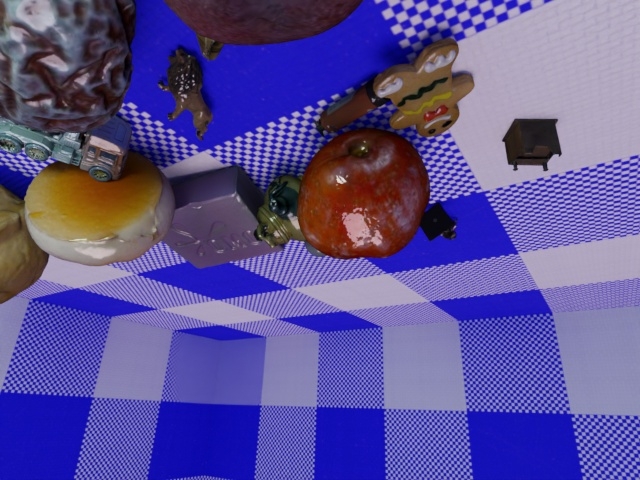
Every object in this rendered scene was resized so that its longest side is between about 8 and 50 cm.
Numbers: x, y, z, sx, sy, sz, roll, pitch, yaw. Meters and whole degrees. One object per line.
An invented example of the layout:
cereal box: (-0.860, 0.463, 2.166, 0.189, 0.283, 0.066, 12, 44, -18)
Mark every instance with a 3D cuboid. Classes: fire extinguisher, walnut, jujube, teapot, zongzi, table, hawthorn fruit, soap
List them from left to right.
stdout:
walnut: (-0.922, 0.009, 1.102, 0.383, 0.384, 0.384, 2, 157, 1)
jujube: (-0.356, -0.278, 0.536, 0.225, 0.226, 0.317, 16, 149, -29)
zongzi: (-0.185, -0.321, 0.630, 0.083, 0.040, 0.076, 28, 155, -25)
soap: (-0.281, -0.052, 1.119, 0.296, 0.107, 0.285, -14, 144, 17)
teapot: (-0.086, -0.056, 1.027, 0.182, 0.173, 0.269, -39, 169, -11)
fire extinguisher: (0.051, -0.241, 0.776, 0.062, 0.050, 0.177, 10, 159, -43)
hawthorn fruit: (0.088, -0.093, 0.863, 0.284, 0.285, 0.284, 2, 157, 1)
table: (0.422, -0.187, 0.825, 0.083, 0.082, 0.070, 2, 157, 3)

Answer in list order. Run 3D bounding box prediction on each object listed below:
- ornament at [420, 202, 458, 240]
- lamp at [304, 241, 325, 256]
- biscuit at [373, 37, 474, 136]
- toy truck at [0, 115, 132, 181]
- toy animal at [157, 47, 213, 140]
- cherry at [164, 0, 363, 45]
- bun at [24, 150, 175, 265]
ornament: (0.363, -0.042, 1.204, 0.081, 0.088, 0.203, -39, 152, 24)
lamp: (0.000, 0.000, 1.285, 0.105, 0.105, 0.105, 2, 157, 1)
biscuit: (0.190, -0.242, 0.721, 0.158, 0.035, 0.240, -25, 157, 22)
toy truck: (-0.503, -0.224, 0.803, 0.256, 0.108, 0.140, 20, 138, -29)
toy animal: (-0.247, -0.249, 0.765, 0.086, 0.069, 0.220, -5, 160, -7)
cherry: (-0.069, -0.314, 0.408, 0.261, 0.221, 0.307, 20, 166, -19)
bun: (-0.470, -0.058, 0.920, 0.298, 0.299, 0.165, 4, 144, -5)
